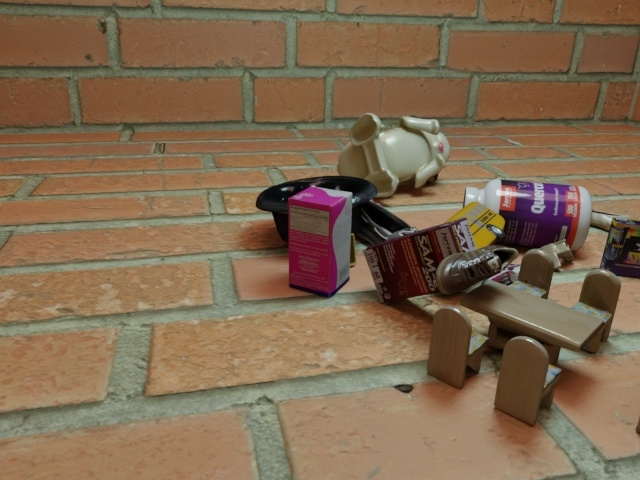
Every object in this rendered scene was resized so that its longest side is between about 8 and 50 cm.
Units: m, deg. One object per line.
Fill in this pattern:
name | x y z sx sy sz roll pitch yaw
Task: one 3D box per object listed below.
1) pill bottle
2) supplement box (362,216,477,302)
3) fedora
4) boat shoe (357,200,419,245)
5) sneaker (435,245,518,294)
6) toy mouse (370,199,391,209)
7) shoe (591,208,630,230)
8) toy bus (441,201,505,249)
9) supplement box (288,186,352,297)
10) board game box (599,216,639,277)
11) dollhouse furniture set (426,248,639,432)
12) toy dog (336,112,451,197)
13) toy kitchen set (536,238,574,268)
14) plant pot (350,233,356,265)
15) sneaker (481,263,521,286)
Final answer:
pill bottle | 0.565 -0.075 1.502 0.323 0.181 0.181 6 23 11
supplement box | 0.210 0.046 1.122 0.073 0.130 0.240 -19 0 -42
fedora | -0.006 -0.073 1.486 0.335 0.152 0.334 -5 21 2
boat shoe | 0.193 -0.024 1.461 0.112 0.095 0.335 -11 26 -29
sneaker | 0.286 0.044 0.979 0.189 0.066 0.071 -22 0 -39
toy mouse | 0.142 -0.109 1.749 0.161 0.031 0.143 11 24 21
shoe | 0.862 -0.077 1.690 0.077 0.058 0.219 -15 27 -35
toy bus | 0.353 0.010 1.325 0.130 0.108 0.333 37 35 18
supplement box | 0.000 0.000 1.226 0.114 0.219 0.111 13 24 24
board game box | 0.803 0.023 1.334 0.171 0.140 0.048 7 22 12
dollhouse furniture set | 0.447 0.123 0.914 0.394 0.256 0.362 22 29 39
toy dog | 0.298 -0.295 1.977 0.408 0.284 0.395 -15 -9 -31
toy kitchen set | 0.614 0.054 1.403 0.083 0.075 0.068 -24 54 25
plant pot | 0.031 0.025 1.361 0.081 0.081 0.083 -15 16 -35
sneaker | 0.422 0.093 1.254 0.178 0.071 0.077 -7 11 -41
